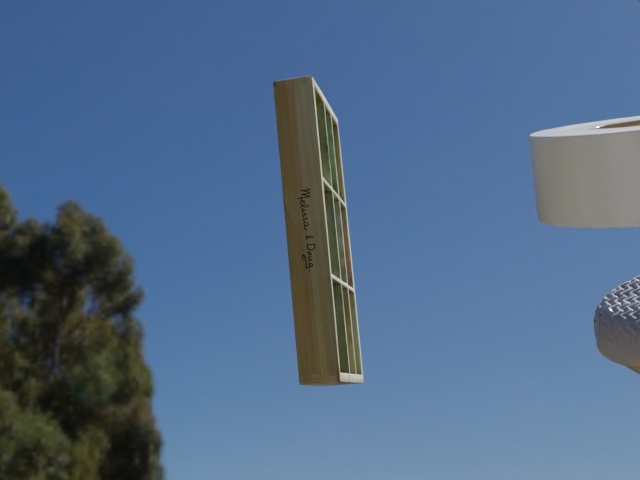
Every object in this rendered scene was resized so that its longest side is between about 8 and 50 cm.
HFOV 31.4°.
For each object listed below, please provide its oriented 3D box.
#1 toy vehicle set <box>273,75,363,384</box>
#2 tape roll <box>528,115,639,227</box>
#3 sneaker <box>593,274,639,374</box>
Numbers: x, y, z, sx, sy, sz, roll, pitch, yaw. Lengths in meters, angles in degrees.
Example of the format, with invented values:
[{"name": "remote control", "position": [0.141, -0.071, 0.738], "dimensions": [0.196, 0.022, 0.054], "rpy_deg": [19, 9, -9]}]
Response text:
[{"name": "toy vehicle set", "position": [0.000, 0.000, 1.045], "dimensions": [0.035, 0.266, 0.166], "rpy_deg": [-6, -7, 8]}, {"name": "tape roll", "position": [0.374, -0.084, 1.238], "dimensions": [0.286, 0.100, 0.286], "rpy_deg": [-7, 6, 1]}, {"name": "sneaker", "position": [0.364, 0.147, 0.778], "dimensions": [0.366, 0.210, 0.137], "rpy_deg": [10, 27, 25]}]
